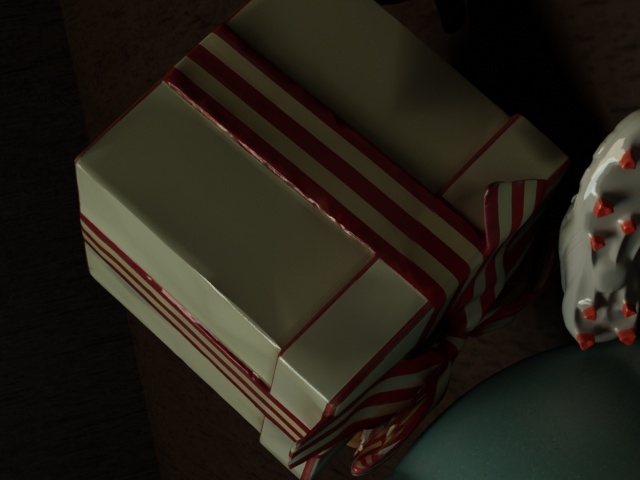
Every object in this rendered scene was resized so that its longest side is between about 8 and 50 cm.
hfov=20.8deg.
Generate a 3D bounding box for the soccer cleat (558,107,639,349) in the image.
[{"bbox_3d":[0.174,-0.016,1.039,0.196,0.068,0.076,97,168,-47],"label":"soccer cleat"}]

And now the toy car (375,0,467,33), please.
[{"bbox_3d":[0.036,-0.219,1.220,0.149,0.155,0.188,37,150,65],"label":"toy car"}]

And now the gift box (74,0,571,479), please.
[{"bbox_3d":[0.000,0.000,1.139,0.258,0.255,0.276,42,167,9],"label":"gift box"}]

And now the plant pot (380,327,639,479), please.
[{"bbox_3d":[0.136,0.218,1.109,0.293,0.196,0.293,167,90,-73],"label":"plant pot"}]

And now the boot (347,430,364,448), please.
[{"bbox_3d":[0.006,0.024,1.645,0.264,0.096,0.280,58,163,30],"label":"boot"}]
